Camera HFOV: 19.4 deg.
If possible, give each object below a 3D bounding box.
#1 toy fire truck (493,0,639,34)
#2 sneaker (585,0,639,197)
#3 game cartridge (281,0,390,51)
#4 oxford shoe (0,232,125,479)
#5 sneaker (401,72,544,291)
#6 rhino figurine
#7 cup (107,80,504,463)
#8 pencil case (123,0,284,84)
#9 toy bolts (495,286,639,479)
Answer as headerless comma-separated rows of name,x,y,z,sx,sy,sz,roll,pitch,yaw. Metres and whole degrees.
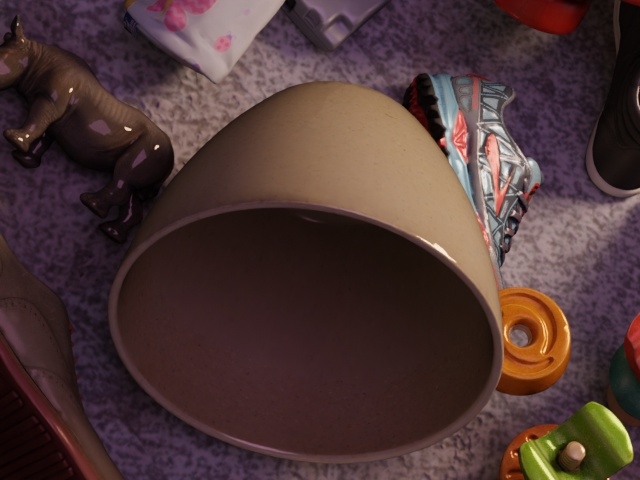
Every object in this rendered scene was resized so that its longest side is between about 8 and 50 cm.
toy fire truck,0.285,-0.304,1.790,0.253,0.169,0.302,14,33,-23
sneaker,0.349,-0.194,1.833,0.104,0.147,0.296,20,72,-10
game cartridge,-0.020,-0.348,1.806,0.196,0.060,0.294,-42,92,-17
oxford shoe,-0.239,0.115,1.604,0.130,0.123,0.348,-40,103,-44
sneaker,0.162,-0.038,1.765,0.125,0.104,0.262,-6,80,-20
rhino figurine,-0.236,-0.115,1.679,0.243,0.073,0.106,41,74,-3
cup,0.000,0.000,1.622,0.331,0.331,0.237,20,47,-12
pencil case,-0.059,-0.273,1.696,0.273,0.124,0.113,-49,131,6
toy bolts,0.238,0.141,1.730,0.228,0.158,0.218,-25,73,-17
